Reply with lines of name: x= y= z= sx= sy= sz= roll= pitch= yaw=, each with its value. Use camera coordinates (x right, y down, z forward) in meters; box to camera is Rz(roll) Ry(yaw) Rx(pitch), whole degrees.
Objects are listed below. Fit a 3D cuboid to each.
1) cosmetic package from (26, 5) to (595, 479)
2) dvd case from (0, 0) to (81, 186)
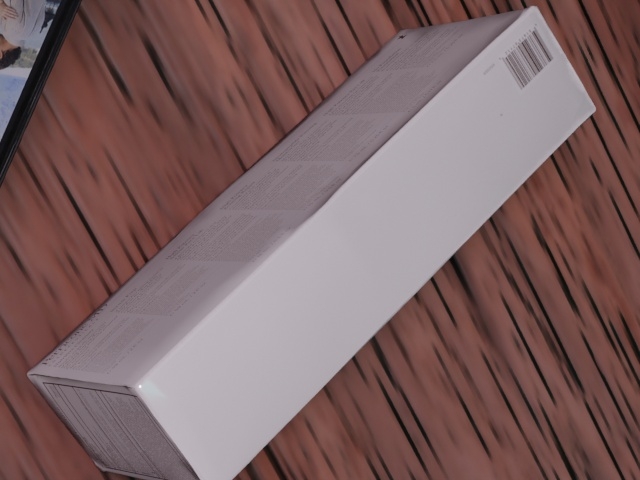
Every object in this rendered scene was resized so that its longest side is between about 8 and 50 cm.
cosmetic package: x=0.000 y=0.000 z=0.786 sx=0.239 sy=0.099 sz=0.060 roll=-44 pitch=113 yaw=-25
dvd case: x=-0.182 y=-0.052 z=0.630 sx=0.180 sy=0.022 sz=0.253 roll=10 pitch=121 yaw=-32
